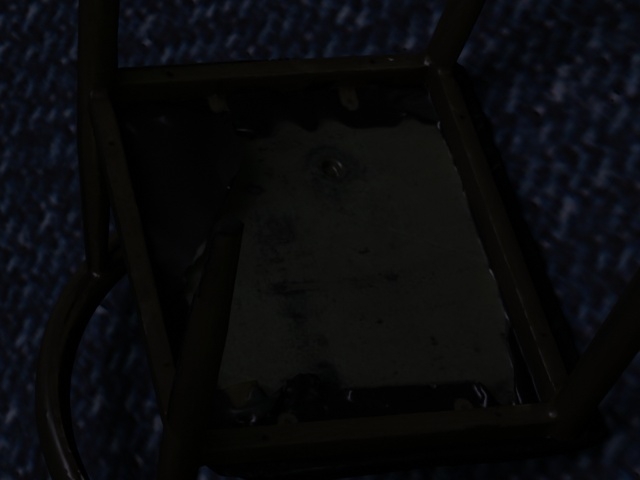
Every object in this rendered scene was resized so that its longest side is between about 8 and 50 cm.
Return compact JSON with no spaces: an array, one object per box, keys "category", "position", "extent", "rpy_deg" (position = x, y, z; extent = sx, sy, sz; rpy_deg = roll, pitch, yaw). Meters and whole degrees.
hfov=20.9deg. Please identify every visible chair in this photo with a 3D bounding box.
[{"category":"chair","position":[0.000,0.000,0.590],"extent":[0.272,0.166,0.188],"rpy_deg":[113,146,-53]}]
